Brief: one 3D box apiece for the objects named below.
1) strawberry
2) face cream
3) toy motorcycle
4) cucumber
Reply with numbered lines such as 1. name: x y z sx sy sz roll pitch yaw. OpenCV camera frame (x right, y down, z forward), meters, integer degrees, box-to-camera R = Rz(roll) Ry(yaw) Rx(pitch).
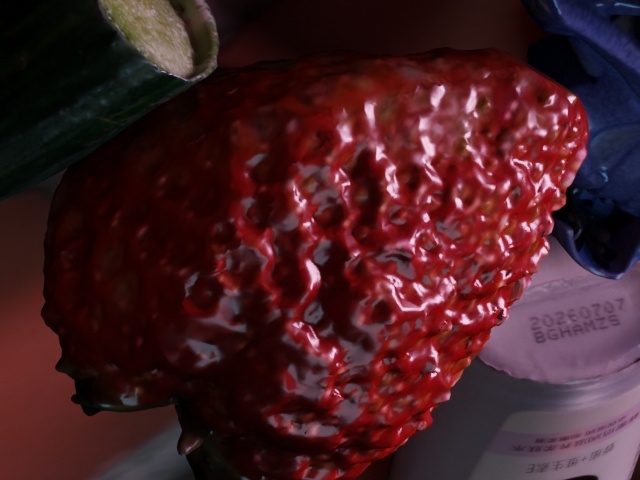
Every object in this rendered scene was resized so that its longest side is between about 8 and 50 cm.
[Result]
1. strawberry: -0.006 -0.003 0.538 0.131 0.131 0.148 19 109 -49
2. face cream: 0.079 0.085 0.776 0.107 0.073 0.269 -8 150 -8
3. toy motorcycle: 0.106 -0.049 0.579 0.114 0.076 0.205 -14 150 1
4. cucumber: -0.080 -0.035 0.497 0.105 0.048 0.048 -32 149 18
